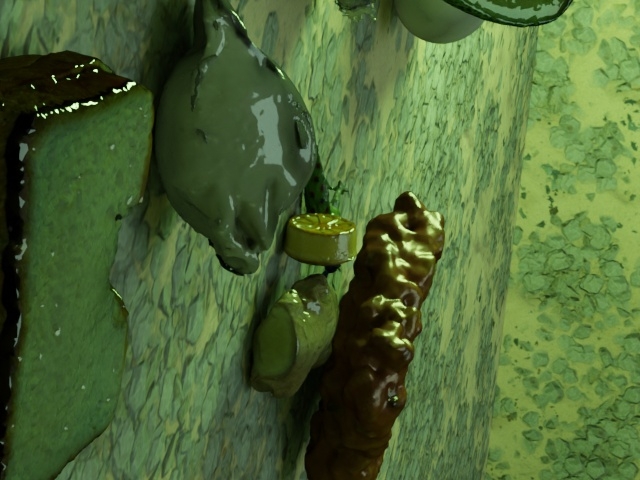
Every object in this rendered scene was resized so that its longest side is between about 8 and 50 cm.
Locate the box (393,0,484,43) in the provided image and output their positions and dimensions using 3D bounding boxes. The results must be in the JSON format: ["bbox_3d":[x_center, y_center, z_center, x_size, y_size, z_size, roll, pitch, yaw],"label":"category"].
[{"bbox_3d":[0.191,-0.428,2.193,0.349,0.141,0.288,-55,150,-61],"label":"box"}]

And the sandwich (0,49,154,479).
[{"bbox_3d":[-0.188,0.019,1.066,0.249,0.095,0.273,-37,136,-70],"label":"sandwich"}]

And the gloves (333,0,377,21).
[{"bbox_3d":[0.029,-0.314,1.770,0.114,0.070,0.153,-61,151,-33],"label":"gloves"}]

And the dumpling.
[{"bbox_3d":[-0.080,-0.098,1.413,0.172,0.142,0.247,-142,-132,-65],"label":"dumpling"}]

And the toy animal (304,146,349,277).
[{"bbox_3d":[0.004,-0.058,1.916,0.075,0.041,0.216,-64,155,-44],"label":"toy animal"}]

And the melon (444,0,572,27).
[{"bbox_3d":[0.148,-0.374,1.701,0.331,0.226,0.343,-81,151,-58],"label":"melon"}]

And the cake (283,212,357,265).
[{"bbox_3d":[0.000,0.000,1.851,0.084,0.084,0.044,-46,141,-67],"label":"cake"}]

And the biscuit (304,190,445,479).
[{"bbox_3d":[0.062,0.138,2.045,0.312,0.111,0.318,105,2,-49],"label":"biscuit"}]

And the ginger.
[{"bbox_3d":[-0.020,0.101,1.856,0.137,0.074,0.213,-65,165,11],"label":"ginger"}]
